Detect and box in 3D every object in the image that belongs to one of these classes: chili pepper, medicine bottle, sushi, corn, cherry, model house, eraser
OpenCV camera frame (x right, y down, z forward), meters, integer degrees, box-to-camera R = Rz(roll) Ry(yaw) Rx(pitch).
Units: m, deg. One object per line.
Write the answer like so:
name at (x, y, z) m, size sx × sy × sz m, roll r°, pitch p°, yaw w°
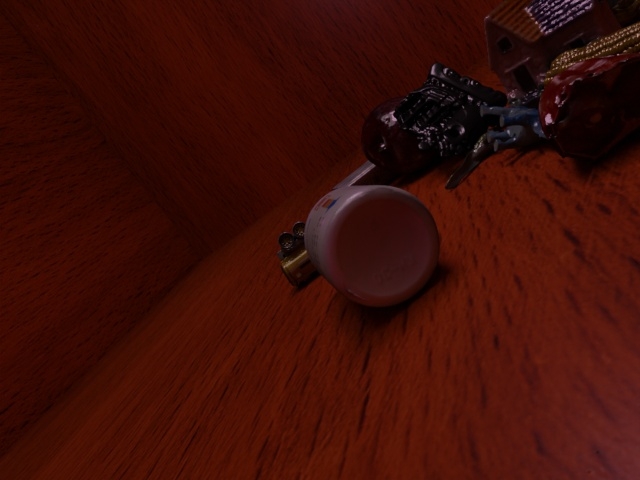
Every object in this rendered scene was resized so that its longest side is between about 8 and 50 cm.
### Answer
chili pepper at (0.386, -0.215, 0.750) m, size 0.253 × 0.136 × 0.144 m, roll -66°, pitch -12°, yaw -61°
medicine bottle at (0.061, -0.004, 0.816) m, size 0.170 × 0.170 × 0.293 m, roll -38°, pitch 11°, yaw -4°
sushi at (0.744, -0.586, 1.229) m, size 0.290 × 0.131 × 0.139 m, roll -30°, pitch 8°, yaw -6°
corn at (0.517, -0.315, 0.893) m, size 0.101 × 0.101 × 0.291 m, roll -40°, pitch 15°, yaw -18°
cherry at (0.241, -0.294, 1.406) m, size 0.300 × 0.203 × 0.230 m, roll -29°, pitch 21°, yaw -31°
model house at (0.489, -0.438, 1.110) m, size 0.202 × 0.238 × 0.236 m, roll -41°, pitch 11°, yaw -32°
eraser at (0.221, -0.250, 1.619) m, size 0.396 × 0.082 × 0.213 m, roll -38°, pitch 11°, yaw -7°

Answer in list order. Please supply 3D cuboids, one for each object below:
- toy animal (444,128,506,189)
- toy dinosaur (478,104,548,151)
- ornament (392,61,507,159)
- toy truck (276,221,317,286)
toy animal at (0.331, -0.184, 1.058) m, size 0.217 × 0.041 × 0.075 m, roll -45°, pitch -6°, yaw -28°
toy dinosaur at (0.368, -0.207, 0.939) m, size 0.144 × 0.077 × 0.329 m, roll 0°, pitch 21°, yaw 13°
ornament at (0.283, -0.286, 1.214) m, size 0.260 × 0.251 × 0.106 m, roll -41°, pitch -30°, yaw -23°
toy truck at (0.000, 0.000, 1.178) m, size 0.226 × 0.114 × 0.098 m, roll -37°, pitch -11°, yaw -2°
